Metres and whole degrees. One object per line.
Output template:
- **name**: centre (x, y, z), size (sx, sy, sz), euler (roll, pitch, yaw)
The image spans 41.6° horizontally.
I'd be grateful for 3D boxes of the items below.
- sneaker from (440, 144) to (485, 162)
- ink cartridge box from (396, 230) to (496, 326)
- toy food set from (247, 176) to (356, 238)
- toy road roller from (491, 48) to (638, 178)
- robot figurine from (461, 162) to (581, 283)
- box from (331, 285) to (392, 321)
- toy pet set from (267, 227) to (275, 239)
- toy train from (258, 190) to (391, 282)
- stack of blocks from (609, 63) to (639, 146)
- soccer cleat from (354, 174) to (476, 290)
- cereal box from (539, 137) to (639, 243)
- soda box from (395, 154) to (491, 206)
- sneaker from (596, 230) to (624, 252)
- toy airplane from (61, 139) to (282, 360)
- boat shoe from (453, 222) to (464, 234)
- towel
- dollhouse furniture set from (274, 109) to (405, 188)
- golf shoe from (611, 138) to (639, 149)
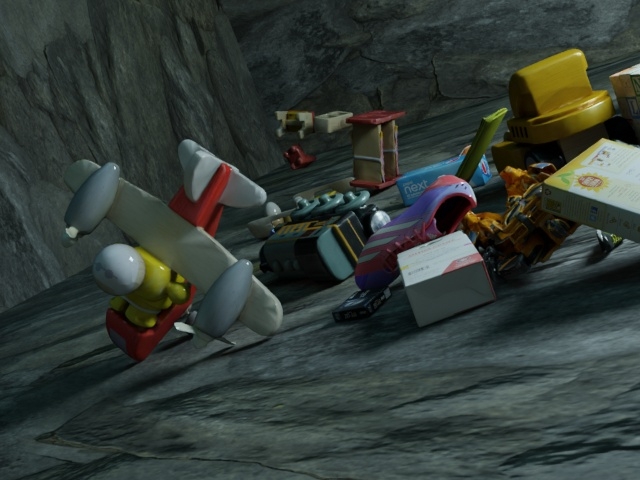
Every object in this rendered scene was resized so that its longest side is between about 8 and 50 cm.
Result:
- **sneaker**: centre (0.371, -0.193, 2.146), size (0.175, 0.064, 0.067), euler (-34, 35, -32)
- **ink cartridge box**: centre (0.179, 0.051, 1.236), size (0.115, 0.067, 0.198), euler (-20, 12, 6)
- **toy food set**: centre (-0.049, -0.105, 2.400), size (0.219, 0.093, 0.306), euler (-16, 12, 29)
- **toy road roller**: centre (0.460, -0.242, 1.671), size (0.202, 0.241, 0.329), euler (-22, 11, -3)
- **robot figurine**: centre (0.302, -0.038, 1.263), size (0.211, 0.085, 0.291), euler (-47, 6, 2)
- **box**: centre (0.067, 0.101, 1.337), size (0.067, 0.018, 0.083), euler (-13, 14, 37)
- **toy pet set**: centre (-0.084, -0.014, 2.086), size (0.122, 0.065, 0.114), euler (-14, 13, 38)
- **toy train**: centre (0.000, 0.000, 1.688), size (0.190, 0.142, 0.334), euler (-38, 17, -28)
- **stack of blocks**: centre (0.623, -0.224, 1.451), size (0.087, 0.171, 0.297), euler (-22, 11, -1)
- **soccer cleat**: centre (0.151, -0.004, 1.366), size (0.248, 0.083, 0.095), euler (-46, 24, 7)
- **cereal box**: centre (0.422, -0.051, 1.049), size (0.240, 0.047, 0.173), euler (25, 40, 36)
- **soda box**: centre (0.291, -0.146, 1.990), size (0.210, 0.071, 0.067), euler (-15, 13, 30)
- **sneaker**: centre (0.407, -0.008, 1.172), size (0.035, 0.031, 0.083), euler (-16, 12, 26)
- **toy airplane**: centre (-0.270, 0.014, 1.450), size (0.386, 0.385, 0.272), euler (-13, 3, 33)
- **boat shoe**: centre (0.190, -0.008, 1.508), size (0.183, 0.066, 0.066), euler (-14, 13, 36)
- **towel**: centre (0.320, -0.171, 1.785), size (0.102, 0.021, 0.237), euler (-35, -26, -49)
- **dollhouse furniture set**: centre (0.059, -0.278, 2.451), size (0.374, 0.201, 0.152), euler (10, 22, 36)
- **golf shoe**: centre (0.545, -0.130, 1.451), size (0.093, 0.077, 0.198), euler (-1, 18, 15)
